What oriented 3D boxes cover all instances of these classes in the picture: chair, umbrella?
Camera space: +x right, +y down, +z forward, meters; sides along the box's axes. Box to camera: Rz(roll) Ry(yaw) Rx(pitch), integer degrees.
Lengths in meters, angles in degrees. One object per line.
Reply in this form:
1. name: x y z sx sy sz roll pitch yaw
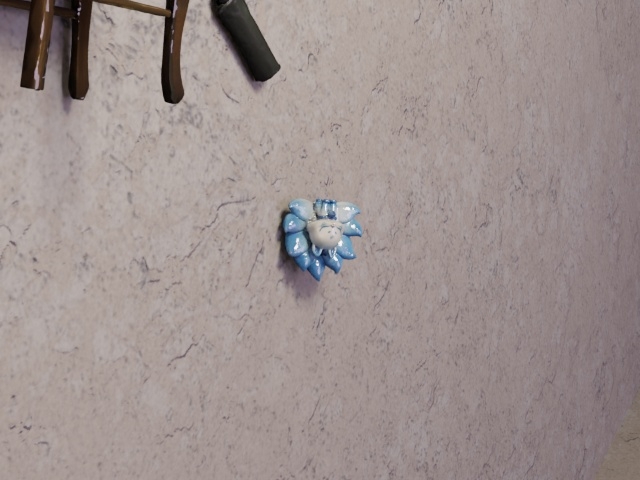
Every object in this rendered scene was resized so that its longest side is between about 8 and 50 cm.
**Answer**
1. chair: -0.212 -0.280 0.823 0.186 0.160 0.319 -3 99 -52
2. umbrella: -0.085 -0.235 1.142 0.133 0.031 0.036 59 46 -43

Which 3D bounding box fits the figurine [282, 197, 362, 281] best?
1. figurine: 0.000 0.000 1.274 0.114 0.079 0.114 0 89 -32
